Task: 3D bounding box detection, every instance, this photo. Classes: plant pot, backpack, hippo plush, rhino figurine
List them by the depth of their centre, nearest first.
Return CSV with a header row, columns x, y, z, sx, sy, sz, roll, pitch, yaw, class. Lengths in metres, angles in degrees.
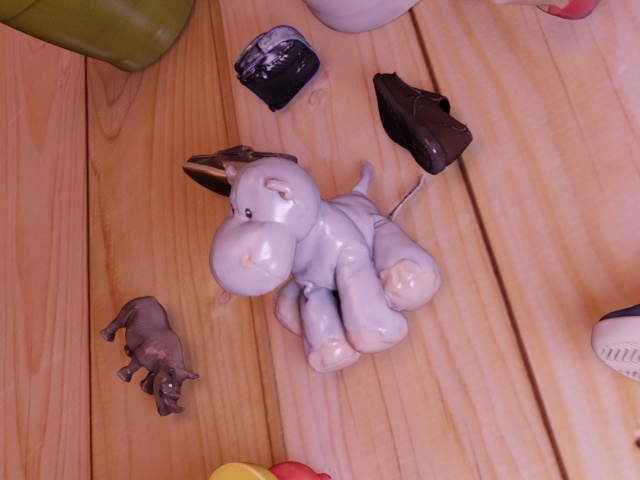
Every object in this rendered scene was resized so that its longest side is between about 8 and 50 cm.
x,y,z,sx,sy,sz,roll,pitch,yaw,class
0.000,0.000,1.262,0.234,0.236,0.294,18,80,49,hippo plush
-0.248,0.173,1.531,0.106,0.073,0.243,-52,42,12,rhino figurine
-0.067,-0.278,1.604,0.114,0.105,0.084,-40,44,12,backpack
-0.437,-0.503,1.920,0.366,0.353,0.366,-24,52,34,plant pot

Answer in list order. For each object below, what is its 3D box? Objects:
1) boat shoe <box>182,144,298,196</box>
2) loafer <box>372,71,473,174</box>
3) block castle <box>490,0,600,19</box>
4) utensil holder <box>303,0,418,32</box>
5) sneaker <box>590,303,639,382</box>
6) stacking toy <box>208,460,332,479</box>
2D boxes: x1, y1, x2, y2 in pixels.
x,y,z,sx,sy,sz,roll,pitch,yaw,class
-0.119,-0.109,1.577,0.223,0.080,0.073,12,69,42,boat shoe
0.136,-0.162,1.366,0.078,0.080,0.220,-22,42,-8,loafer
0.255,-0.521,1.257,0.303,0.213,0.453,32,120,43,block castle
-0.011,-0.543,1.497,0.328,0.385,0.327,-23,52,33,utensil holder
0.417,0.048,0.916,0.350,0.131,0.148,-9,53,35,sneaker
-0.100,0.413,1.247,0.309,0.130,0.279,-23,77,37,stacking toy
